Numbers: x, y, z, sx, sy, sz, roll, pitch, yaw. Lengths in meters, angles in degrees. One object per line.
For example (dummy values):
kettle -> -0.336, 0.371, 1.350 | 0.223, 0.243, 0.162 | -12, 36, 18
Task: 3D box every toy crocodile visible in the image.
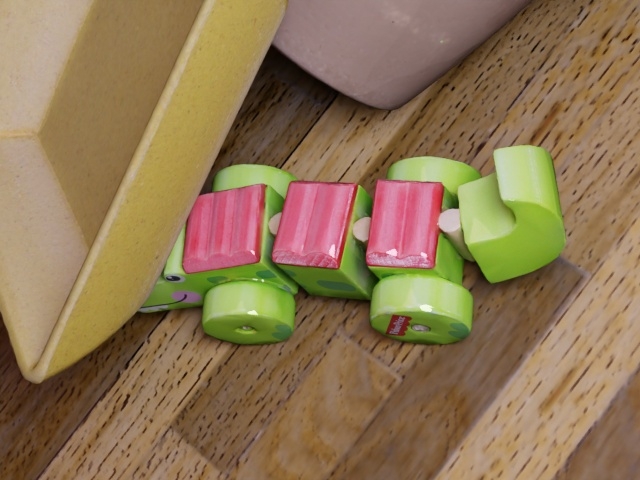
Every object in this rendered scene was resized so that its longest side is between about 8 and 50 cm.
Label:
toy crocodile -> 0.000, 0.000, 0.966 | 0.340, 0.105, 0.115 | -3, 66, 27

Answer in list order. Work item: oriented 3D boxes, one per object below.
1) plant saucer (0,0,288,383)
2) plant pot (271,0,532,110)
plant saucer -> -0.141, -0.120, 0.997 | 0.333, 0.081, 0.333 | -62, 36, 22
plant pot -> 0.062, -0.217, 0.977 | 0.229, 0.263, 0.263 | -54, 53, 18
